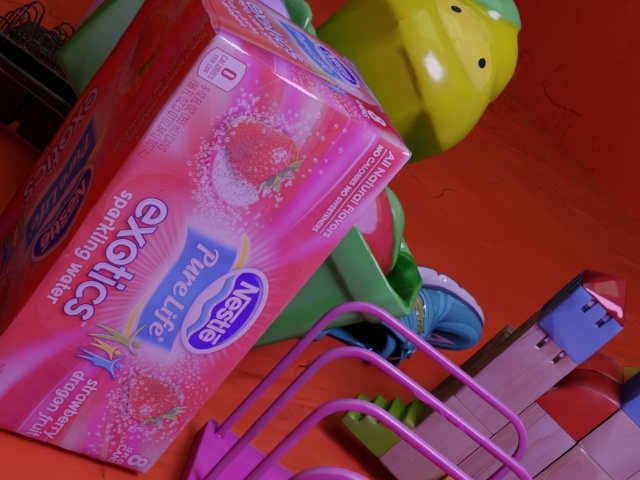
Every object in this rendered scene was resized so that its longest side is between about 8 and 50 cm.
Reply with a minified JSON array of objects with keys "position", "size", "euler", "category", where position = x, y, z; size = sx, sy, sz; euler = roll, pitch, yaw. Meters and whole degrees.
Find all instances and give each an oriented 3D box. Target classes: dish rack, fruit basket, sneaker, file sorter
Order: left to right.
[{"position":[-0.259,-0.167,1.040],"size":[0.208,0.074,0.271],"euler":[38,21,-9],"category":"dish rack"},{"position":[0.017,-0.120,0.892],"size":[0.392,0.392,0.283],"euler":[41,9,3],"category":"fruit basket"},{"position":[0.025,0.199,0.632],"size":[0.202,0.182,0.290],"euler":[37,21,-10],"category":"file sorter"},{"position":[0.072,0.089,1.095],"size":[0.275,0.107,0.110],"euler":[17,50,-38],"category":"sneaker"}]

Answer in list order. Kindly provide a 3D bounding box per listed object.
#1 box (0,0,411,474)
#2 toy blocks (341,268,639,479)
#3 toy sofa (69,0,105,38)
[{"position":[-0.103,-0.009,0.666],"size":[0.154,0.300,0.142],"euler":[28,22,-31],"category":"box"},{"position":[0.248,0.197,0.870],"size":[0.381,0.261,0.191],"euler":[46,22,2],"category":"toy blocks"},{"position":[-0.123,-0.314,1.160],"size":[0.150,0.362,0.177],"euler":[42,32,3],"category":"toy sofa"}]
